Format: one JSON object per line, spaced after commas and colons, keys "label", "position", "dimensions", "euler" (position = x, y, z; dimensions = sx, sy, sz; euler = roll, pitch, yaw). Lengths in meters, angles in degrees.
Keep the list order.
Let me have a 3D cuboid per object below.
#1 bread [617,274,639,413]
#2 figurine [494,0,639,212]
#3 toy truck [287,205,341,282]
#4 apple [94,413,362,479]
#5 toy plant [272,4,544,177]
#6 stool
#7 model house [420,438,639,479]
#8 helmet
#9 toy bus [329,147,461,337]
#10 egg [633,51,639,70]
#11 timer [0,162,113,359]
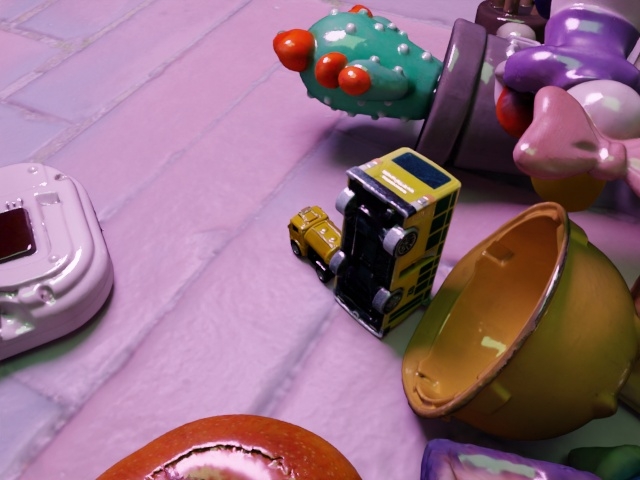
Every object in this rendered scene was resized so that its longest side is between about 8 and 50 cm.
{"label": "bread", "position": [0.336, 0.062, 0.507], "dimensions": [0.107, 0.241, 0.136], "euler": [-30, 53, -28]}
{"label": "figurine", "position": [0.255, -0.166, 0.564], "dimensions": [0.154, 0.193, 0.421], "euler": [20, 59, 2]}
{"label": "toy truck", "position": [0.000, 0.000, 0.705], "dimensions": [0.049, 0.054, 0.083], "euler": [-29, 52, -22]}
{"label": "apple", "position": [-0.072, 0.222, 0.425], "dimensions": [0.210, 0.173, 0.235], "euler": [34, 56, 28]}
{"label": "toy plant", "position": [0.132, -0.199, 0.787], "dimensions": [0.400, 0.185, 0.279], "euler": [15, 53, 5]}
{"label": "stool", "position": [0.301, -0.332, 0.958], "dimensions": [0.125, 0.121, 0.217], "euler": [12, 44, 11]}
{"label": "model house", "position": [0.192, 0.248, 0.380], "dimensions": [0.312, 0.245, 0.280], "euler": [-4, 13, -37]}
{"label": "helmet", "position": [0.182, 0.089, 0.524], "dimensions": [0.140, 0.257, 0.205], "euler": [32, 79, 0]}
{"label": "toy bus", "position": [0.072, 0.005, 0.622], "dimensions": [0.101, 0.175, 0.088], "euler": [-29, 53, -31]}
{"label": "egg", "position": [0.486, -0.153, 0.680], "dimensions": [0.345, 0.283, 0.283], "euler": [-40, 57, -16]}
{"label": "timer", "position": [-0.371, 0.022, 0.678], "dimensions": [0.262, 0.087, 0.237], "euler": [-21, 51, -16]}
